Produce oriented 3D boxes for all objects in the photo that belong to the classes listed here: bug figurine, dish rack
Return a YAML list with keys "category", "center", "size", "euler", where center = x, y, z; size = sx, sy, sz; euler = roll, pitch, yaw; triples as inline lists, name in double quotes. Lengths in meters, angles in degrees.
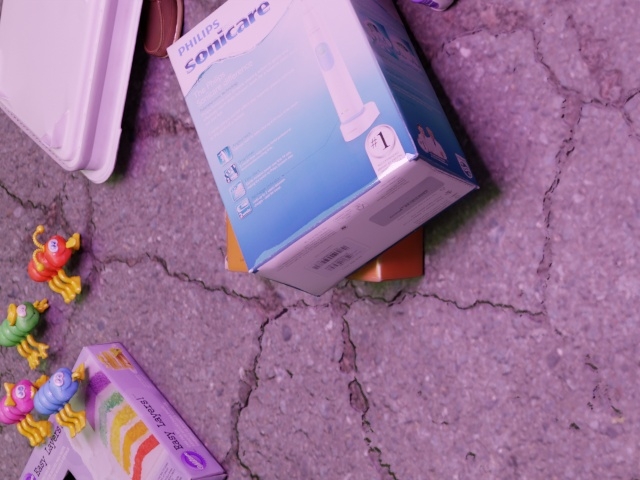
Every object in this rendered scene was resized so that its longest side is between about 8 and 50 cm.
- category: "bug figurine"
  center: [-0.355, 0.131, 2.036]
  size: [0.216, 0.072, 0.279]
  euler: [-47, 42, 44]
- category: "dish rack"
  center: [-0.327, -0.262, 1.986]
  size: [0.285, 0.072, 0.333]
  euler: [40, 125, 44]

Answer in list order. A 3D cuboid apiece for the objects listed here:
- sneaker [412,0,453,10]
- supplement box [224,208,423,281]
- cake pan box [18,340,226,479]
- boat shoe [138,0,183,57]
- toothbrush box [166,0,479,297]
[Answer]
- category: "sneaker"
  center: [0.072, -0.300, 1.661]
  size: [0.170, 0.071, 0.068]
  euler: [44, 121, 31]
- category: "supplement box"
  center: [0.000, 0.000, 1.754]
  size: [0.233, 0.080, 0.078]
  euler: [3, 95, 41]
- category: "cake pan box"
  center: [-0.258, 0.302, 2.028]
  size: [0.246, 0.070, 0.267]
  euler: [49, 124, 30]
- category: "boat shoe"
  center: [-0.207, -0.306, 1.922]
  size: [0.064, 0.060, 0.178]
  euler: [-1, 94, 43]
- category: "toothbrush box"
  center: [-0.004, -0.128, 1.643]
  size: [0.216, 0.126, 0.295]
  euler: [-36, 59, 22]
